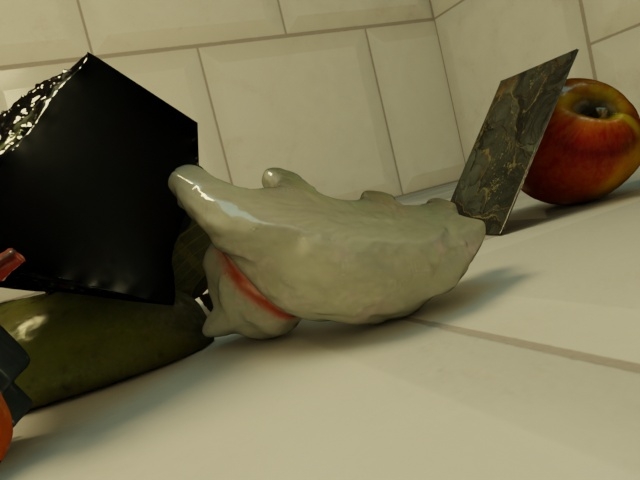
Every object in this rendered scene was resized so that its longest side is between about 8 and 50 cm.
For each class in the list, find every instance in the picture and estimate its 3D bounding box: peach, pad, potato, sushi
[{"bbox_3d":[0.502,-0.187,1.099,0.280,0.238,0.281,14,-27,7],"label":"peach"},{"bbox_3d":[0.353,-0.180,1.065,0.007,0.368,0.247,25,-4,-14],"label":"pad"},{"bbox_3d":[-0.265,0.104,0.672,0.254,0.112,0.269,-13,7,2],"label":"potato"},{"bbox_3d":[-0.286,-0.054,0.587,0.212,0.227,0.215,-9,-21,30],"label":"sushi"}]

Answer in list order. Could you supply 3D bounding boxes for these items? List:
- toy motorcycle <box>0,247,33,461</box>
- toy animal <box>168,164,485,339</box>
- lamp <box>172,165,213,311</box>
[{"bbox_3d":[-0.273,0.123,0.330,0.221,0.148,0.325,-36,13,-3],"label":"toy motorcycle"},{"bbox_3d":[0.018,0.031,0.619,0.307,0.188,0.266,-7,22,-44],"label":"toy animal"},{"bbox_3d":[-0.240,0.003,0.824,0.250,0.284,0.250,-44,-7,-7],"label":"lamp"}]
